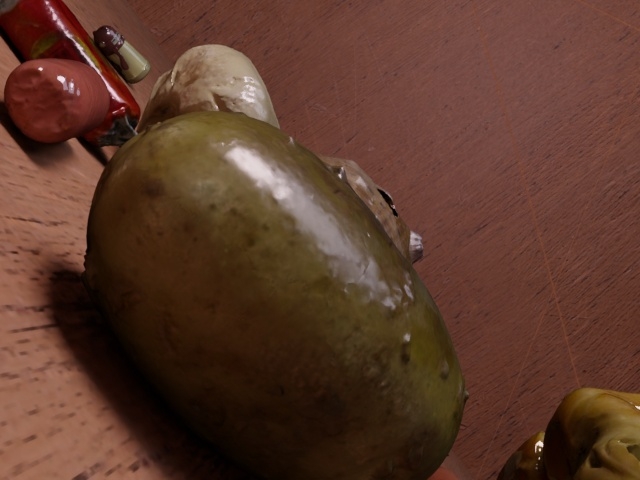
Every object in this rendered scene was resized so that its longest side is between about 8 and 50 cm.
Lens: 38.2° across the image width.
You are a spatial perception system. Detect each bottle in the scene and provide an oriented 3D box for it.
[{"bbox_3d":[-0.315,-0.293,1.444,0.063,0.047,0.101,14,-26,48],"label":"bottle"}]

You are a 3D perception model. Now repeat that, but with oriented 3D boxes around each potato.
[{"bbox_3d":[-0.023,0.049,0.575,0.307,0.173,0.210,50,6,-37],"label":"potato"}]

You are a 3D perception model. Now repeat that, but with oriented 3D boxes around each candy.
[{"bbox_3d":[-0.234,-0.163,0.864,0.292,0.059,0.086,53,3,-1],"label":"candy"}]

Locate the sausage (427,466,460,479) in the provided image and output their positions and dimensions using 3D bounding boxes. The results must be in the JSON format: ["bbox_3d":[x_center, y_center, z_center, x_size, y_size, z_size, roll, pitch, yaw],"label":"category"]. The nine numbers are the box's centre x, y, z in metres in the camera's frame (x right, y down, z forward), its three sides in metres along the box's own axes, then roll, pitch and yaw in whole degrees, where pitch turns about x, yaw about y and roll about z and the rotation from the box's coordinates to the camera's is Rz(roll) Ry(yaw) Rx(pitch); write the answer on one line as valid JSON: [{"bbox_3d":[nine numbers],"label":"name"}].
[{"bbox_3d":[0.127,0.303,0.847,0.094,0.094,0.419,34,5,-5],"label":"sausage"}]

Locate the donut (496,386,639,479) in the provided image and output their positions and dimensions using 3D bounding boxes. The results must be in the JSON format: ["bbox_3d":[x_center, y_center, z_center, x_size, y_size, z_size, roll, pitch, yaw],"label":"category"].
[{"bbox_3d":[0.259,0.306,0.824,0.169,0.361,0.360,10,12,-10],"label":"donut"}]

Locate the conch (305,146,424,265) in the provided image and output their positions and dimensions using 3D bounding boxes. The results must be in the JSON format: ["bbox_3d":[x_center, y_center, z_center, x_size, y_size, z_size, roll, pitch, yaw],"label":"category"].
[{"bbox_3d":[0.008,-0.005,1.070,0.263,0.186,0.324,55,-24,4],"label":"conch"}]

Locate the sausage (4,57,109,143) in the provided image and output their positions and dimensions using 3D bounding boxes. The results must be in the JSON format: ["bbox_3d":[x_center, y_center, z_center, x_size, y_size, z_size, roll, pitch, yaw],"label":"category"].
[{"bbox_3d":[-0.199,-0.108,0.710,0.062,0.062,0.154,53,2,-10],"label":"sausage"}]

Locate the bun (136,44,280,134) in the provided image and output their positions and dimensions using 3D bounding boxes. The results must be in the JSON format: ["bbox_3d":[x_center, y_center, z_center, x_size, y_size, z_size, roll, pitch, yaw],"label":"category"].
[{"bbox_3d":[-0.129,-0.096,0.951,0.222,0.127,0.223,41,-42,51],"label":"bun"}]
